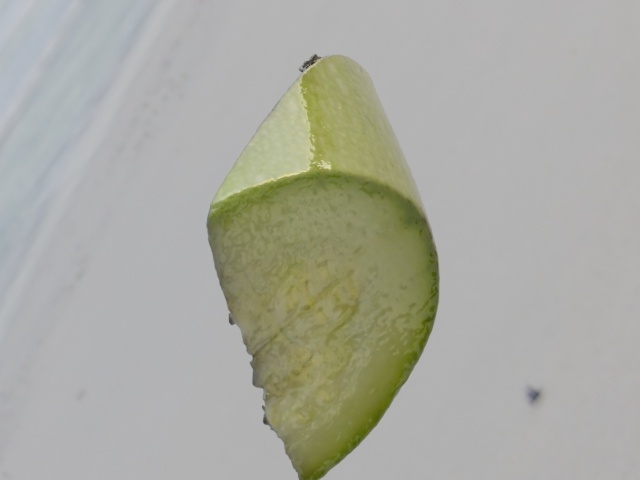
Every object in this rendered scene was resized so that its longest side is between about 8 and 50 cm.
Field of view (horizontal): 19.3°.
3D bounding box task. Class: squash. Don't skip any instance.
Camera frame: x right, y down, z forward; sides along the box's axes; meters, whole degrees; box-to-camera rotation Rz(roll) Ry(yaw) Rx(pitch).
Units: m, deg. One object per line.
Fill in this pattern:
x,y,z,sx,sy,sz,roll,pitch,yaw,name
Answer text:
0.000,0.000,1.266,0.204,0.237,0.155,-30,39,-17,squash
